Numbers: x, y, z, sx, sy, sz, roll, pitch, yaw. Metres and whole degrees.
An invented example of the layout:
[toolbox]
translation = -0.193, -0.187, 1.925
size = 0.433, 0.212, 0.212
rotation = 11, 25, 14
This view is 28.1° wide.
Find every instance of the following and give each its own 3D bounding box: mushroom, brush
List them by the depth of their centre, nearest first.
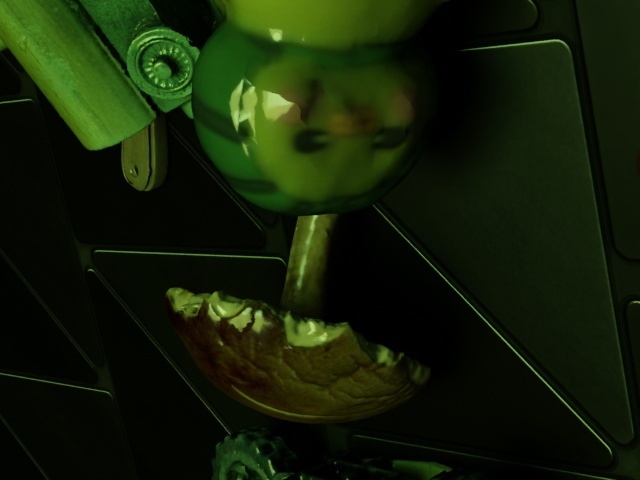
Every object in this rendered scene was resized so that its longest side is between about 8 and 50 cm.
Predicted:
[mushroom]
translation = -0.003, 0.020, 1.073
size = 0.233, 0.208, 0.302
rotation = 14, 114, -5
[brush]
translation = -0.178, -0.190, 1.222
size = 0.070, 0.065, 0.327
rotation = 28, 127, 32

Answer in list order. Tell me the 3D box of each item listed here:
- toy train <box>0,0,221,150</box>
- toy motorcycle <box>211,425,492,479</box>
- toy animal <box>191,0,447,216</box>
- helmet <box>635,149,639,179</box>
[toy train]
translation = -0.206, -0.219, 1.107
size = 0.189, 0.126, 0.307
rotation = -20, 120, 30
[toy motorcycle]
translation = 0.042, 0.295, 1.146
size = 0.410, 0.168, 0.237
rotation = 2, 103, 51
[toy animal]
translation = 0.000, -0.185, 0.944
size = 0.191, 0.216, 0.338
rotation = -134, 46, -60
[helmet]
translation = 0.257, -0.038, 0.838
size = 0.098, 0.070, 0.123
rotation = -35, 81, 47
